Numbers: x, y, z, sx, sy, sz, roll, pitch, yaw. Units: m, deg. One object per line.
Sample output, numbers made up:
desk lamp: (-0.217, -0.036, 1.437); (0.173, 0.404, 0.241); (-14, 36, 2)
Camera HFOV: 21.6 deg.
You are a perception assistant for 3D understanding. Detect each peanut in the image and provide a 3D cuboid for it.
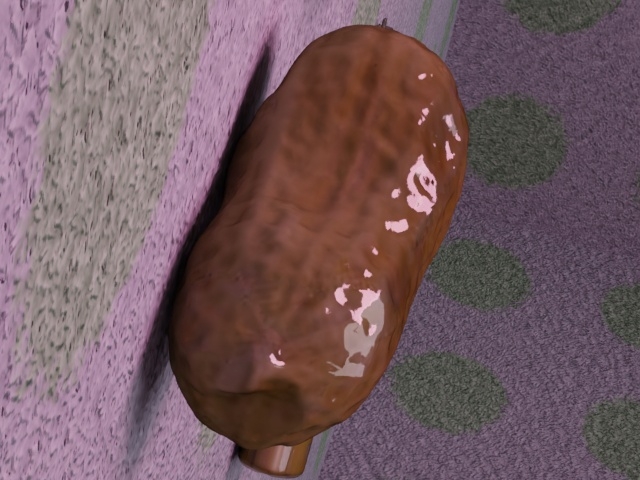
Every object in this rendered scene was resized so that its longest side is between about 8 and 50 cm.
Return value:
peanut: (0.002, 0.003, 1.036); (0.159, 0.143, 0.291); (83, 23, -51)

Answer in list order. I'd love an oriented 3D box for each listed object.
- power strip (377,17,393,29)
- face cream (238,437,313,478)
power strip: (0.059, -0.184, 1.859); (0.051, 0.019, 0.136); (-63, 168, -59)
face cream: (-0.010, 0.082, 1.607); (0.139, 0.067, 0.285); (45, 60, -87)
